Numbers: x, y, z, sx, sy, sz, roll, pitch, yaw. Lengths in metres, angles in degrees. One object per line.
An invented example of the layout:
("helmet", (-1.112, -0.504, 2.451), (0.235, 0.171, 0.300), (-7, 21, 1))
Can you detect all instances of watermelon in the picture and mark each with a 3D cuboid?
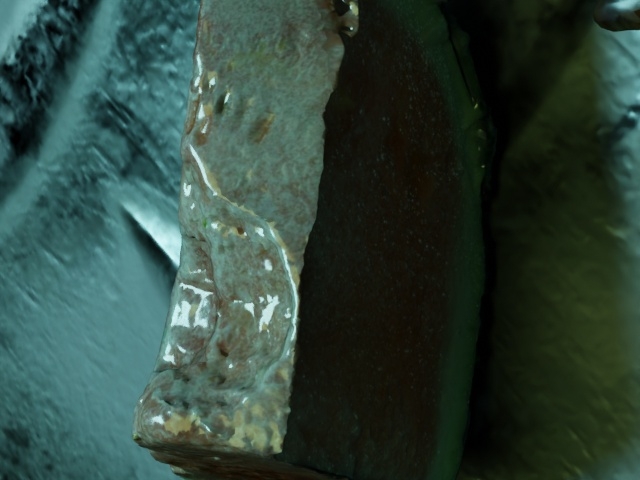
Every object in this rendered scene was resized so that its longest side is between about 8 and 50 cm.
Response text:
("watermelon", (0.000, 0.000, 0.854), (0.148, 0.226, 0.318), (11, 119, 12))

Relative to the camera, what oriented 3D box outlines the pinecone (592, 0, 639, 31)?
("pinecone", (0.108, -0.220, 0.633), (0.384, 0.384, 0.384), (8, 103, 40))
